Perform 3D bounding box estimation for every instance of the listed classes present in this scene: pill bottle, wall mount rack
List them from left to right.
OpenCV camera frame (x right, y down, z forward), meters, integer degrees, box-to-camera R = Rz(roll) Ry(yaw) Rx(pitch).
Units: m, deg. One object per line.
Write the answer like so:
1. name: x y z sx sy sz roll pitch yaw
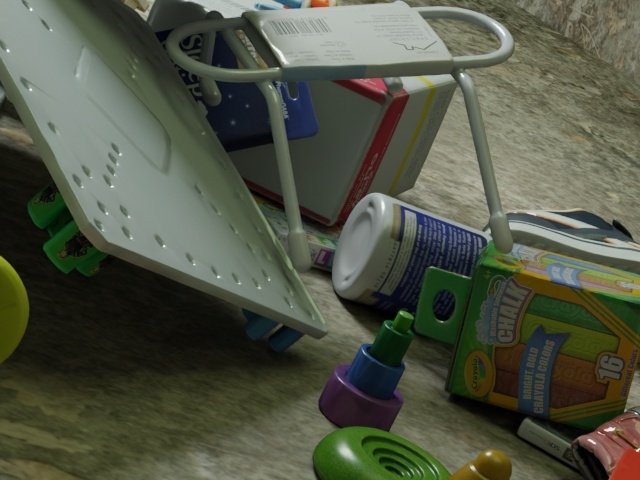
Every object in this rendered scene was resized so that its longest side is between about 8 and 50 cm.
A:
1. wall mount rack: 0.033 -0.115 1.766 0.350 0.130 0.304 -6 37 -22
2. pill bottle: 0.116 0.032 1.891 0.186 0.112 0.112 20 17 -18

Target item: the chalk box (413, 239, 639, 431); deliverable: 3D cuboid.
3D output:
1. chalk box: 0.194 0.082 1.773 0.213 0.132 0.132 13 13 8

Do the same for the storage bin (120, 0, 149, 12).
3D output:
1. storage bin: -0.355 -0.311 2.079 0.262 0.123 0.260 30 -7 12

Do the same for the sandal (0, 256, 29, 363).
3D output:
1. sandal: -0.355 -0.010 1.338 0.317 0.126 0.138 31 11 -12

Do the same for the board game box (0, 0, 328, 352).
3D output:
1. board game box: -0.180 -0.096 1.576 0.390 0.050 0.390 59 15 25

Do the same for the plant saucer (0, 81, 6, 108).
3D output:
1. plant saucer: -0.489 -0.250 1.889 0.400 0.100 0.400 24 17 -8

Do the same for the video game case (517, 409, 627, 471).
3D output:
1. video game case: 0.286 0.197 1.793 0.173 0.022 0.190 29 17 13

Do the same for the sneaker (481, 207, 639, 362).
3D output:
1. sneaker: 0.334 0.045 2.147 0.321 0.126 0.127 25 22 2

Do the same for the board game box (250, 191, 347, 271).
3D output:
1. board game box: 0.000 0.000 1.966 0.154 0.026 0.103 16 19 -29

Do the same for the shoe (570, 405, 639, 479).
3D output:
1. shoe: 0.295 0.231 1.649 0.081 0.063 0.178 -22 61 -23

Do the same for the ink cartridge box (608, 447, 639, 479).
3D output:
1. ink cartridge box: 0.339 0.276 1.425 0.308 0.091 0.385 28 26 11

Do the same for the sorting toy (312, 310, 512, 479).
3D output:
1. sorting toy: 0.079 0.154 1.439 0.127 0.126 0.365 20 18 -18

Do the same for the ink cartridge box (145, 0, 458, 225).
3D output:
1. ink cartridge box: -0.026 -0.161 2.136 0.279 0.160 0.384 25 13 11

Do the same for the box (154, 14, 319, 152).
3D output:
1. box: -0.123 -0.150 1.897 0.225 0.136 0.036 -12 -18 -7

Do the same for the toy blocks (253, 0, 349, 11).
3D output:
1. toy blocks: -0.005 -0.240 2.014 0.148 0.054 0.123 18 15 -19
